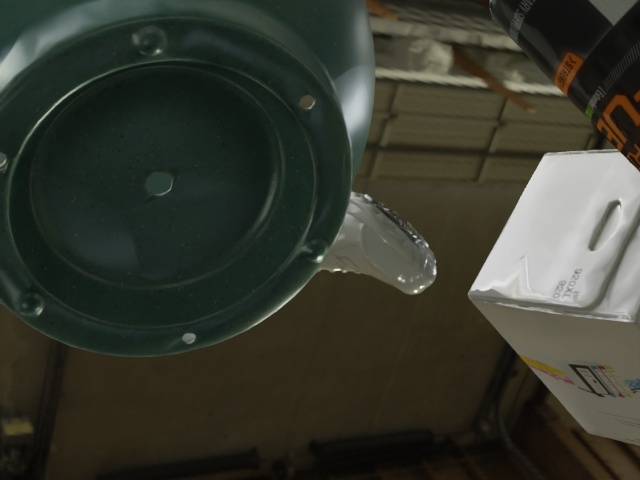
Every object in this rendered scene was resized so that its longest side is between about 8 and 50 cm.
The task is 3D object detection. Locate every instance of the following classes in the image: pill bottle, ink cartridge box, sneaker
[{"bbox_3d":[0.218,-0.087,0.535,0.245,0.130,0.130,50,-144,14],"label":"pill bottle"},{"bbox_3d":[0.281,0.055,0.861,0.168,0.171,0.232,4,145,49],"label":"ink cartridge box"},{"bbox_3d":[0.000,0.000,0.881,0.232,0.115,0.090,34,-174,34],"label":"sneaker"}]

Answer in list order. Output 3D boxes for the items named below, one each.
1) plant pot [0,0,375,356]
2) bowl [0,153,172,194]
[{"bbox_3d":[-0.094,-0.065,0.505,0.293,0.293,0.196,4,-149,-24],"label":"plant pot"},{"bbox_3d":[-0.246,-0.111,1.048,0.312,0.163,0.311,-12,-135,12],"label":"bowl"}]
